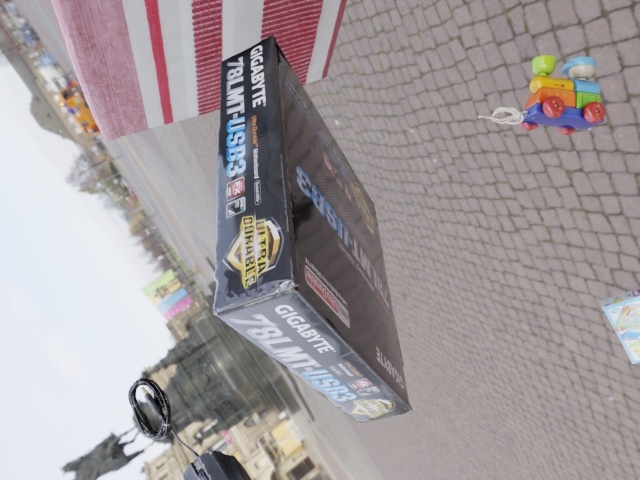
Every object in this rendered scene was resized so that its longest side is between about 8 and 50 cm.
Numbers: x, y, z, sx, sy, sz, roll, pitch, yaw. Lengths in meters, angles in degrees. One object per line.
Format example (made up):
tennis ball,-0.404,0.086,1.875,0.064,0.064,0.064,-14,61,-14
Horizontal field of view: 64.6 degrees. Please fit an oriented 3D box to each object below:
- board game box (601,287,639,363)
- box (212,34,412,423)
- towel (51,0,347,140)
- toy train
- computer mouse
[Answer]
board game box,0.506,0.108,0.725,0.154,0.026,0.104,-27,99,30
box,0.000,0.000,0.518,0.296,0.073,0.294,52,-157,-48
towel,-0.120,-0.242,0.595,0.037,0.328,0.237,62,159,17
toy train,0.438,-0.302,1.010,0.105,0.247,0.144,154,121,-80
computer mouse,-0.173,0.284,0.670,0.242,0.071,0.041,47,-177,1
